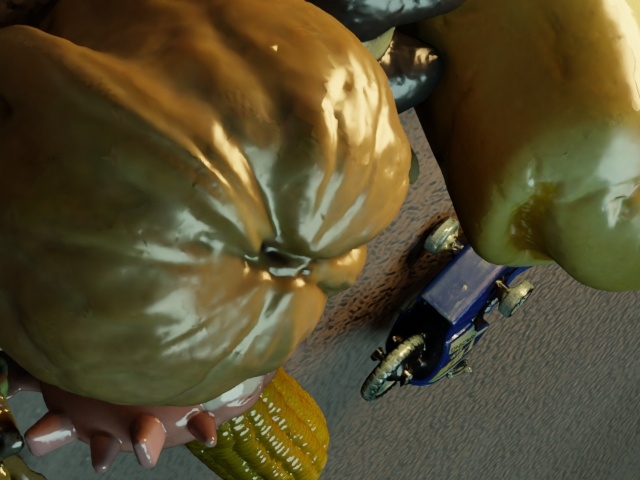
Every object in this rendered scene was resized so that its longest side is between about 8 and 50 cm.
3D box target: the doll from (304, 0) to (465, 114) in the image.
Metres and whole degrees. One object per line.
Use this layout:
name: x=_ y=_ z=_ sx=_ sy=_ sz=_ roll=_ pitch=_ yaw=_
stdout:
doll: x=0.017 y=-0.186 z=1.346 sx=0.135 sy=0.143 sz=0.234 roll=-17 pitch=146 yaw=-33

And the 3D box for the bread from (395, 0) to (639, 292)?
bread: x=0.180 y=-0.109 z=1.490 sx=0.210 sy=0.341 sz=0.300 roll=-24 pitch=174 yaw=21

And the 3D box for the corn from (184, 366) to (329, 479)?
corn: x=-0.076 y=0.155 z=1.776 sx=0.120 sy=0.120 sz=0.363 roll=-41 pitch=154 yaw=-5

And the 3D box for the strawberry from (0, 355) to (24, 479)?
strawberry: x=-0.364 y=0.150 z=1.358 sx=0.306 sy=0.138 sz=0.233 roll=-5 pitch=129 yaw=-10

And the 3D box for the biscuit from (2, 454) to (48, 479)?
biscuit: x=-0.342 y=0.332 z=1.585 sx=0.359 sy=0.074 sz=0.381 roll=-62 pitch=149 yaw=-7

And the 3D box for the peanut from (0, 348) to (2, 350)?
peanut: x=-0.202 y=0.031 z=1.428 sx=0.187 sy=0.082 sz=0.082 roll=-21 pitch=148 yaw=-38

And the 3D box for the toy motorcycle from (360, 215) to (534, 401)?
toy motorcycle: x=0.148 y=0.055 z=1.968 sx=0.315 sy=0.113 sz=0.169 roll=-46 pitch=167 yaw=-12

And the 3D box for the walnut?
walnut: x=-0.104 y=-0.040 z=1.244 sx=0.296 sy=0.285 sz=0.285 roll=-57 pitch=155 yaw=-2

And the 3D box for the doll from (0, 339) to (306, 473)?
doll: x=-0.140 y=0.095 z=1.487 sx=0.261 sy=0.211 sz=0.093 roll=-3 pitch=134 yaw=13

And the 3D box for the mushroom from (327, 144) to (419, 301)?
mushroom: x=-0.010 y=0.001 z=1.657 sx=0.108 sy=0.096 sz=0.247 roll=17 pitch=117 yaw=-33
